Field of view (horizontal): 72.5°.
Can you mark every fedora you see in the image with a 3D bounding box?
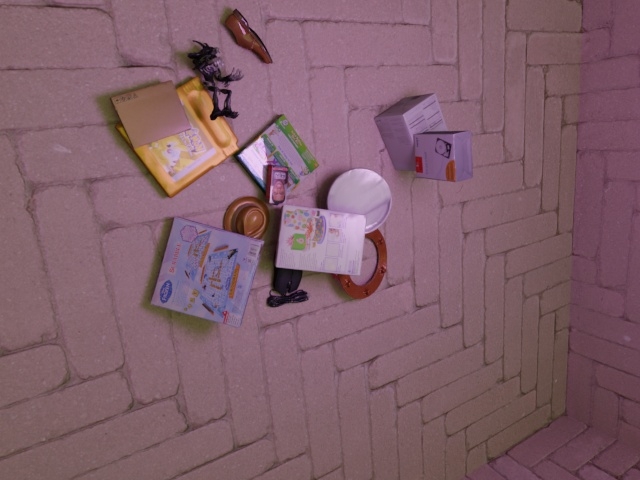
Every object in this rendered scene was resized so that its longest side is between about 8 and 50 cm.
[{"bbox_3d":[-0.265,-0.070,1.646,0.194,0.079,0.195,-6,103,-29],"label":"fedora"}]

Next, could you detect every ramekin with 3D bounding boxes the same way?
[{"bbox_3d":[0.150,-0.168,1.801,0.272,0.127,0.273,-2,105,-7],"label":"ramekin"}]

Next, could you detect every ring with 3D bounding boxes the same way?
[{"bbox_3d":[0.198,0.092,1.923,0.336,0.032,0.337,-8,101,-45],"label":"ring"}]

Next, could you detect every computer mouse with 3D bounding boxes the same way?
[{"bbox_3d":[-0.121,0.138,1.772,0.188,0.072,0.273,-5,102,-28],"label":"computer mouse"}]

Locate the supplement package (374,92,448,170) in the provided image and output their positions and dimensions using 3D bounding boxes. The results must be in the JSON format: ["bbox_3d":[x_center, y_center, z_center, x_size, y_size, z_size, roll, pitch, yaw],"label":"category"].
[{"bbox_3d":[0.407,-0.464,1.892,0.198,0.199,0.263,-36,115,-18],"label":"supplement package"}]

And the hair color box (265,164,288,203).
[{"bbox_3d":[-0.163,-0.210,1.639,0.071,0.043,0.141,0,100,-31],"label":"hair color box"}]

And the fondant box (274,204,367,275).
[{"bbox_3d":[0.000,0.000,1.688,0.330,0.096,0.239,7,92,-10],"label":"fondant box"}]

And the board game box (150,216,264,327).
[{"bbox_3d":[-0.392,0.110,1.532,0.317,0.066,0.319,16,91,-3],"label":"board game box"}]

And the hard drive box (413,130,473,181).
[{"bbox_3d":[0.477,-0.332,1.708,0.089,0.232,0.181,-16,108,-23],"label":"hard drive box"}]

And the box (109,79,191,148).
[{"bbox_3d":[-0.539,-0.406,1.402,0.201,0.021,0.165,-28,112,-25],"label":"box"}]

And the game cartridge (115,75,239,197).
[{"bbox_3d":[-0.470,-0.352,1.491,0.323,0.052,0.285,-41,116,-17],"label":"game cartridge"}]

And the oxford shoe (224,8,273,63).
[{"bbox_3d":[-0.253,-0.708,1.554,0.076,0.076,0.212,-37,122,14],"label":"oxford shoe"}]

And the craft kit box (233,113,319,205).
[{"bbox_3d":[-0.163,-0.308,1.677,0.246,0.061,0.250,-44,117,-13],"label":"craft kit box"}]

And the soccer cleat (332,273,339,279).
[{"bbox_3d":[0.053,0.072,1.859,0.095,0.083,0.248,-44,115,-21],"label":"soccer cleat"}]

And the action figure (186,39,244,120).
[{"bbox_3d":[-0.340,-0.549,1.455,0.164,0.140,0.276,-18,93,-60],"label":"action figure"}]
